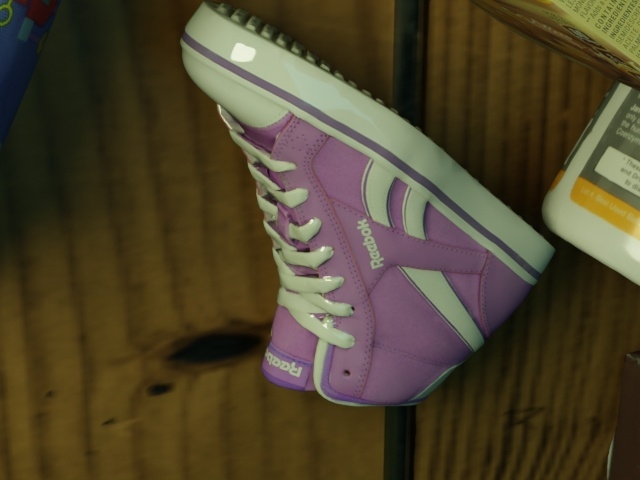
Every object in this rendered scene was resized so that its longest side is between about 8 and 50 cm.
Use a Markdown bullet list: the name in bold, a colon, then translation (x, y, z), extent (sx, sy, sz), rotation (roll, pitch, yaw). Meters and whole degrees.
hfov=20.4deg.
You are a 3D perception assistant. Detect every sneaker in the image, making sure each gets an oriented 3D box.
- **sneaker**: translation (0.001, 0.001, 0.959), extent (0.282, 0.102, 0.161), rotation (38, 93, -36)

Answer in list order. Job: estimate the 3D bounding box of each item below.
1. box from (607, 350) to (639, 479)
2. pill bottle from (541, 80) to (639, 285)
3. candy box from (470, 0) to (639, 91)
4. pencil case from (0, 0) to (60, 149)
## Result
- **box**: translation (0.312, 0.172, 1.150), extent (0.167, 0.203, 0.169), rotation (-9, 116, -27)
- **pill bottle**: translation (0.261, -0.090, 1.031), extent (0.162, 0.162, 0.278), rotation (28, 96, -36)
- **candy box**: translation (0.066, -0.180, 0.863), extent (0.316, 0.183, 0.088), rotation (27, 95, -36)
- **pencil case**: translation (-0.169, -0.132, 0.766), extent (0.306, 0.133, 0.119), rotation (-69, 158, 0)
